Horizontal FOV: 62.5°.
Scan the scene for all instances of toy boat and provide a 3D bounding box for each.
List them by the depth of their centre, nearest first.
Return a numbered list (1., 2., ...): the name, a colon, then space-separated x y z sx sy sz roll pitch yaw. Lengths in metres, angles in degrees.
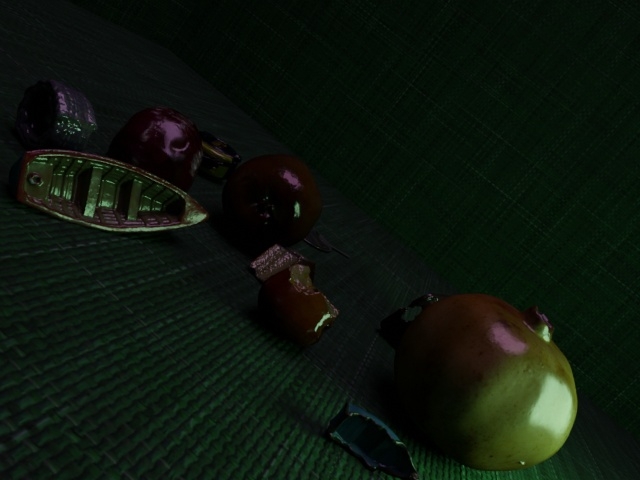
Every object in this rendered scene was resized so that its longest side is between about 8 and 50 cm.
1. toy boat: 0.096 0.362 0.919 0.185 0.075 0.077 40 10 -14
2. toy boat: -0.391 -0.084 1.029 0.079 0.136 0.392 10 -2 37

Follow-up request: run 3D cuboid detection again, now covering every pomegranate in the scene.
1. pomegranate: 0.375 0.306 1.190 0.417 0.416 0.416 36 14 -10

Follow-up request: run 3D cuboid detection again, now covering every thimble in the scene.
1. thimble: -0.545 -0.250 1.090 0.150 0.150 0.098 45 14 24

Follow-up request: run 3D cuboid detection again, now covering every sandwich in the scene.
1. sandwich: -0.085 0.065 1.389 0.090 0.088 0.244 41 13 24

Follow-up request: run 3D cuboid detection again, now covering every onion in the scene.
1. onion: -0.390 -0.214 1.275 0.216 0.207 0.206 29 12 -15

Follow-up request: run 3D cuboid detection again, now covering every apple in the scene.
1. apple: -0.049 0.144 1.120 0.158 0.147 0.156 54 -15 20

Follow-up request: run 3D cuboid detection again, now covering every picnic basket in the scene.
1. picnic basket: 0.337 0.271 1.617 0.297 0.222 0.129 18 41 -55

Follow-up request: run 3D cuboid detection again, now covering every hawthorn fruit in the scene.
1. hawthorn fruit: -0.142 -0.102 1.435 0.268 0.267 0.301 40 13 6

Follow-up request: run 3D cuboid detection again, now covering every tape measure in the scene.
1. tape measure: -0.363 -0.276 1.742 0.186 0.112 0.199 31 19 -1

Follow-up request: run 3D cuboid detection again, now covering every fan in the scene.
1. fan: -0.026 -0.021 2.001 0.223 0.012 0.294 44 14 29
